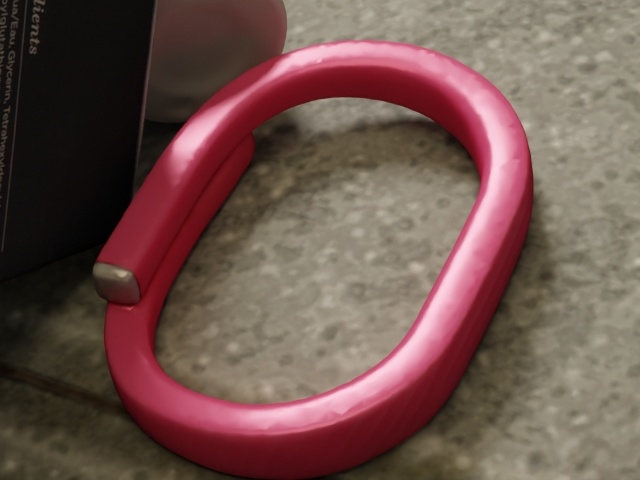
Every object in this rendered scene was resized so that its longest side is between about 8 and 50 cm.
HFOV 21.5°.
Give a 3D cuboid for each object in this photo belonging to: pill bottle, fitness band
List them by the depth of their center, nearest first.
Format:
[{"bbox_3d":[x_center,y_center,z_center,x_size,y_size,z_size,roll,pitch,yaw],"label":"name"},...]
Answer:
[{"bbox_3d":[0.000,0.000,0.930,0.209,0.054,0.291,14,53,21],"label":"fitness band"},{"bbox_3d":[-0.110,-0.180,1.068,0.119,0.119,0.208,-21,48,-9],"label":"pill bottle"}]

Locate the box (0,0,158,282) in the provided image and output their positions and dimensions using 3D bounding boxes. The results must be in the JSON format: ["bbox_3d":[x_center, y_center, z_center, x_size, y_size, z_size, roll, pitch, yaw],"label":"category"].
[{"bbox_3d":[-0.311,-0.096,0.849,0.293,0.212,0.395,18,21,24],"label":"box"}]
